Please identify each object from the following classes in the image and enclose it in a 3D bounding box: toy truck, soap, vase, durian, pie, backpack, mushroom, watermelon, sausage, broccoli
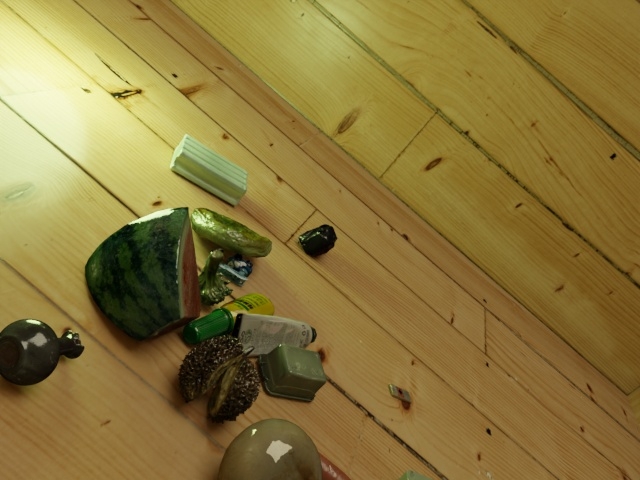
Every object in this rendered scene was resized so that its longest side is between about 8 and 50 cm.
[{"bbox_3d":[-0.270,0.073,1.828,0.136,0.063,0.074,33,40,-8],"label":"toy truck"},{"bbox_3d":[-0.389,-0.247,2.166,0.265,0.087,0.160,31,26,-22],"label":"soap"},{"bbox_3d":[-0.519,0.204,1.152,0.120,0.120,0.183,47,10,13],"label":"vase"},{"bbox_3d":[-0.212,0.298,1.362,0.196,0.167,0.196,11,70,-33],"label":"durian"},{"bbox_3d":[-0.270,-0.025,1.899,0.277,0.078,0.277,23,10,-4],"label":"pie"},{"bbox_3d":[0.004,-0.002,2.315,0.165,0.120,0.105,-18,84,-64],"label":"backpack"},{"bbox_3d":[-0.102,0.479,1.243,0.226,0.178,0.226,12,65,-27],"label":"mushroom"},{"bbox_3d":[-0.351,0.087,1.437,0.293,0.250,0.283,7,46,-47],"label":"watermelon"},{"bbox_3d":[0.008,0.540,1.419,0.154,0.062,0.062,40,23,-2],"label":"sausage"},{"bbox_3d":[-0.287,0.089,1.601,0.118,0.204,0.122,-26,67,-31],"label":"broccoli"}]

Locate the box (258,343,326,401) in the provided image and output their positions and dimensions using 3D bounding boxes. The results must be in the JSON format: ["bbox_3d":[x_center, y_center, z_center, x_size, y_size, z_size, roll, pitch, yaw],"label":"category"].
[{"bbox_3d":[-0.067,0.341,1.605,0.172,0.093,0.124,21,35,-39],"label":"box"}]

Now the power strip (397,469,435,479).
[{"bbox_3d":[0.365,0.722,1.649,0.385,0.062,0.091,30,25,-24],"label":"power strip"}]

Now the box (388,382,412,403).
[{"bbox_3d":[0.254,0.488,1.955,0.083,0.012,0.046,30,27,-27],"label":"box"}]

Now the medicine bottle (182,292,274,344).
[{"bbox_3d":[-0.240,0.206,1.604,0.111,0.076,0.309,11,15,28],"label":"medicine bottle"}]

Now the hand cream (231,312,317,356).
[{"bbox_3d":[-0.126,0.258,1.668,0.076,0.121,0.336,15,2,36],"label":"hand cream"}]
